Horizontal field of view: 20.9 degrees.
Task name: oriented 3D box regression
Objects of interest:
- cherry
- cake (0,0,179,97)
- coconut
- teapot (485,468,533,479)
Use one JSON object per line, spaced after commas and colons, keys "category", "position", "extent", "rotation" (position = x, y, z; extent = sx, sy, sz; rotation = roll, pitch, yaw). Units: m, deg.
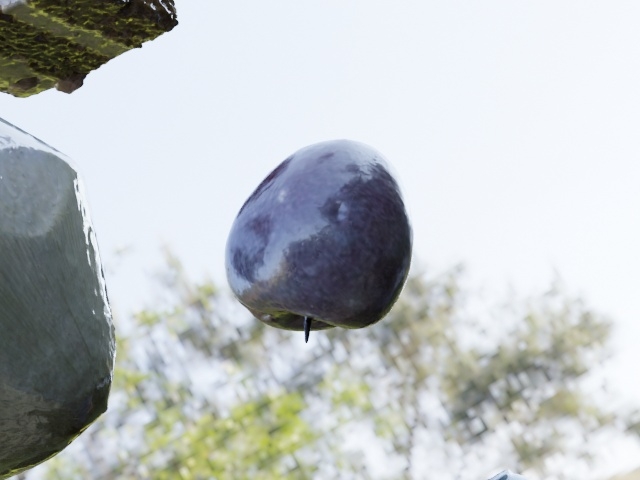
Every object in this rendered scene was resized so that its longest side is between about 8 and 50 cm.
{"category": "cherry", "position": [0.002, -0.002, 1.422], "extent": [0.140, 0.176, 0.176], "rotation": [20, -48, -31]}
{"category": "cake", "position": [-0.386, -0.354, 2.265], "extent": [0.290, 0.255, 0.282], "rotation": [-26, -21, 23]}
{"category": "coconut", "position": [-0.232, 0.034, 0.995], "extent": [0.237, 0.266, 0.237], "rotation": [-46, -22, -25]}
{"category": "teapot", "position": [0.212, 0.376, 1.881], "extent": [0.171, 0.225, 0.203], "rotation": [-36, -7, 23]}
